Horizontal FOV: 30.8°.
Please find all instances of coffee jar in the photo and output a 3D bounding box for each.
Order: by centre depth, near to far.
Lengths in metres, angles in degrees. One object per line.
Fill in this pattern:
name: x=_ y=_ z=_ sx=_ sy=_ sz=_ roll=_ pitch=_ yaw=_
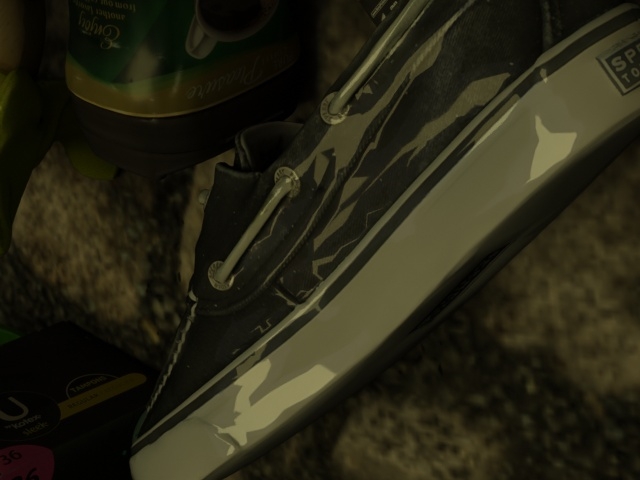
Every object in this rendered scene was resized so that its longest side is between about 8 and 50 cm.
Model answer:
coffee jar: x=-0.059 y=-0.120 z=0.452 sx=0.079 sy=0.096 sz=0.184 roll=23 pitch=129 yaw=35

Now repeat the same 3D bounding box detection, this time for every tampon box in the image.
tampon box: x=-0.153 y=0.148 z=0.628 sx=0.101 sy=0.120 sz=0.161 roll=23 pitch=120 yaw=33

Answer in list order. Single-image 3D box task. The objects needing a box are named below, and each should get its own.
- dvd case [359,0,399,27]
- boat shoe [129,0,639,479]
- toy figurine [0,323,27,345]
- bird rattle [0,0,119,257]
dvd case: x=0.017 y=-0.145 z=0.436 sx=0.119 sy=0.013 sz=0.087 roll=55 pitch=144 yaw=9
boat shoe: x=0.000 y=0.000 z=0.454 sx=0.102 sy=0.108 sz=0.301 roll=53 pitch=129 yaw=12
toy figurine: x=-0.248 y=0.093 z=0.720 sx=0.159 sy=0.130 sz=0.173 roll=31 pitch=149 yaw=45
bird rattle: x=-0.184 y=-0.113 z=0.510 sx=0.206 sy=0.143 sz=0.254 roll=-2 pitch=114 yaw=13
